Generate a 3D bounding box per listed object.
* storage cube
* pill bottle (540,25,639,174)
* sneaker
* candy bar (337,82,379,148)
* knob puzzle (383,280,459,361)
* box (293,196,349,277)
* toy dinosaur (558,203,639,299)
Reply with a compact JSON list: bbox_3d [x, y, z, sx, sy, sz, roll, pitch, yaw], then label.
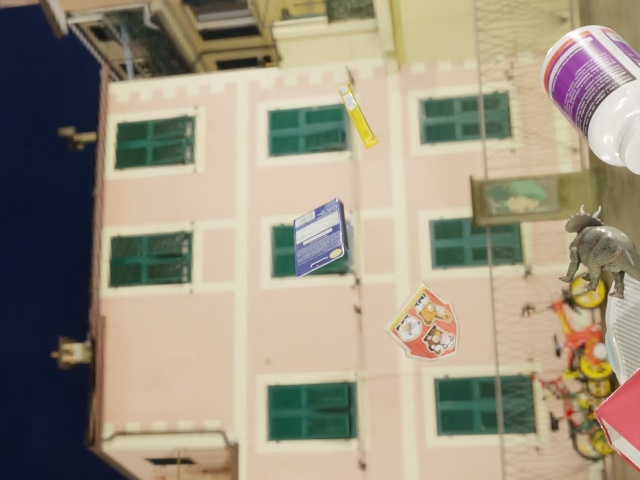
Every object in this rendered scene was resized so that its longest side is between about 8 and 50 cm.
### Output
[{"bbox_3d":[0.626,0.326,1.441,0.215,0.193,0.184,44,175,42],"label":"storage cube"},{"bbox_3d":[0.562,-0.265,1.587,0.323,0.181,0.181,-108,4,-49],"label":"pill bottle"},{"bbox_3d":[0.745,0.205,2.031,0.150,0.135,0.366,-103,4,-66],"label":"sneaker"},{"bbox_3d":[0.086,-0.289,1.920,0.018,0.040,0.161,-31,-84,-48],"label":"candy bar"},{"bbox_3d":[0.285,0.228,2.147,0.030,0.213,0.213,148,122,-69],"label":"knob puzzle"},{"bbox_3d":[0.000,0.000,2.028,0.036,0.136,0.225,51,-159,-33],"label":"box"},{"bbox_3d":[0.606,0.029,1.793,0.313,0.121,0.160,-131,48,-69],"label":"toy dinosaur"}]
